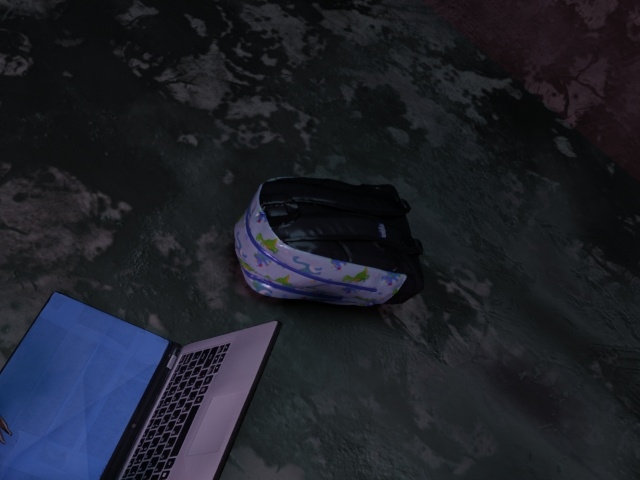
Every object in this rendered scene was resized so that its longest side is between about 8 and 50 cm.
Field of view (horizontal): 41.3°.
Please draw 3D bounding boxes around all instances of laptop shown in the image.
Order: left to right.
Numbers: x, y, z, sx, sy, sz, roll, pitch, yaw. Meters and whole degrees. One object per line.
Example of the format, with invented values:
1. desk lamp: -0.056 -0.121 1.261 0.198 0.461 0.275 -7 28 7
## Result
1. laptop: -0.336 0.252 1.418 0.236 0.408 0.381 49 42 -28

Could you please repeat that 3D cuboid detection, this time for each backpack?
1. backpack: 0.000 0.000 1.770 0.356 0.273 0.290 15 48 -41

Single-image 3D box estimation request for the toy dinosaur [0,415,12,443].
1. toy dinosaur: -0.576 0.339 1.281 0.127 0.295 0.200 29 6 3
